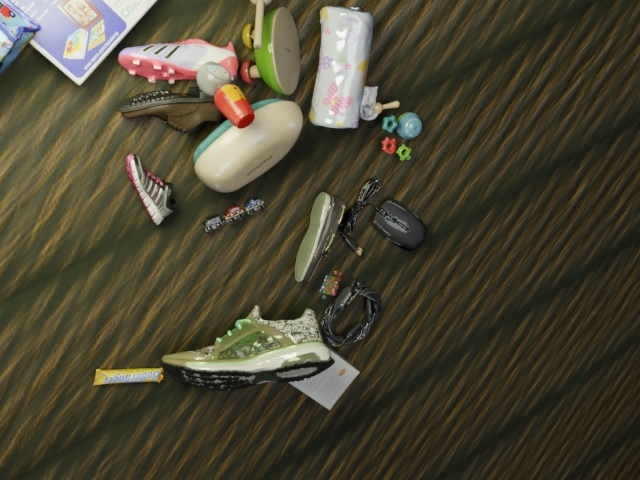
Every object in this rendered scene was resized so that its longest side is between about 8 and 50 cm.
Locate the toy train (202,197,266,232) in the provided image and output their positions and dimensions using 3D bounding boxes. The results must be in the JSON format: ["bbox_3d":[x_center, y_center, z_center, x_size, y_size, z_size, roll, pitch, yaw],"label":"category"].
[{"bbox_3d":[-0.199,-0.062,1.643,0.158,0.027,0.036,-24,106,-18],"label":"toy train"}]

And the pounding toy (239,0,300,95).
[{"bbox_3d":[-0.128,-0.410,1.497,0.237,0.110,0.183,54,39,-64],"label":"pounding toy"}]

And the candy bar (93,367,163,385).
[{"bbox_3d":[-0.444,0.316,1.654,0.161,0.018,0.040,4,106,-28],"label":"candy bar"}]

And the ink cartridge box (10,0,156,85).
[{"bbox_3d":[-0.470,-0.505,1.318,0.304,0.072,0.307,-49,118,-3],"label":"ink cartridge box"}]

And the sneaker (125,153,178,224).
[{"bbox_3d":[-0.357,-0.119,1.519,0.074,0.063,0.170,-30,124,-15],"label":"sneaker"}]

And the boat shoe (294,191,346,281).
[{"bbox_3d":[0.000,0.000,1.735,0.068,0.081,0.228,15,98,-27],"label":"boat shoe"}]

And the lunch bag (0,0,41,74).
[{"bbox_3d":[-0.677,-0.383,1.205,0.221,0.138,0.293,-41,109,15],"label":"lunch bag"}]

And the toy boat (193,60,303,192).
[{"bbox_3d":[-0.169,-0.243,1.478,0.267,0.148,0.318,-36,162,-7],"label":"toy boat"}]

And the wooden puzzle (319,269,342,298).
[{"bbox_3d":[0.026,0.115,1.835,0.049,0.006,0.083,14,101,-31],"label":"wooden puzzle"}]

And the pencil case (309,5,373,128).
[{"bbox_3d":[0.043,-0.387,1.598,0.124,0.113,0.273,10,107,13],"label":"pencil case"}]

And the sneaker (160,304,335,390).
[{"bbox_3d":[-0.178,0.252,1.720,0.410,0.182,0.158,-4,150,-9],"label":"sneaker"}]

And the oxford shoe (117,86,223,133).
[{"bbox_3d":[-0.306,-0.265,1.482,0.227,0.083,0.096,-8,116,-24],"label":"oxford shoe"}]

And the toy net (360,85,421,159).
[{"bbox_3d":[0.151,-0.293,1.735,0.232,0.045,0.122,27,96,-31],"label":"toy net"}]

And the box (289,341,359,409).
[{"bbox_3d":[-0.009,0.334,1.845,0.170,0.091,0.130,41,86,-32],"label":"box"}]

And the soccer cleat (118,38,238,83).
[{"bbox_3d":[-0.290,-0.377,1.462,0.248,0.083,0.095,2,77,-23],"label":"soccer cleat"}]

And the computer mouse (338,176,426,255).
[{"bbox_3d":[0.169,-0.021,1.830,0.262,0.060,0.184,40,86,-32],"label":"computer mouse"}]

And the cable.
[{"bbox_3d":[0.082,0.201,1.878,0.150,0.047,0.184,35,87,-37],"label":"cable"}]
